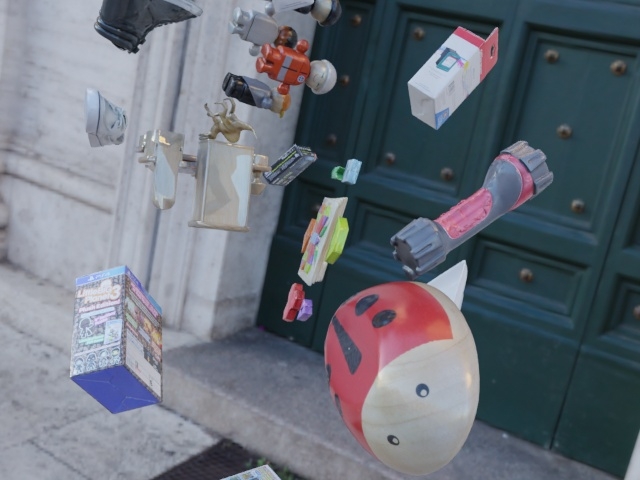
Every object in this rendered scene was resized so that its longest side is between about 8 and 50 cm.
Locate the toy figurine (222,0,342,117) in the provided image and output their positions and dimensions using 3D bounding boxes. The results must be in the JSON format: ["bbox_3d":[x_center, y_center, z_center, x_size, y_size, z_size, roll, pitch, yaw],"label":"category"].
[{"bbox_3d":[-0.067,-0.341,1.413,0.148,0.212,0.210,11,-19,-30],"label":"toy figurine"}]

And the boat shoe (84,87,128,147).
[{"bbox_3d":[-0.463,-0.259,1.718,0.088,0.096,0.267,-1,-12,-12],"label":"boat shoe"}]

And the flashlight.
[{"bbox_3d":[0.257,-0.058,1.358,0.304,0.103,0.103,-32,-8,-18],"label":"flashlight"}]

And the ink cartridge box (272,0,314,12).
[{"bbox_3d":[-0.061,-0.432,1.162,0.063,0.150,0.109,-15,53,1],"label":"ink cartridge box"}]

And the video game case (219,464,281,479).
[{"bbox_3d":[-0.145,0.478,1.503,0.143,0.019,0.157,-13,6,-19],"label":"video game case"}]

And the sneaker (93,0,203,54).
[{"bbox_3d":[-0.356,-0.454,1.611,0.105,0.146,0.296,38,19,13],"label":"sneaker"}]

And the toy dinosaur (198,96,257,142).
[{"bbox_3d":[-0.181,-0.240,1.589,0.183,0.092,0.053,1,25,45],"label":"toy dinosaur"}]

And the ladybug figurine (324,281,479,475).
[{"bbox_3d":[0.118,0.217,1.386,0.162,0.305,0.449,21,10,-19],"label":"ladybug figurine"}]

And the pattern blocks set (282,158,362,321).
[{"bbox_3d":[0.000,0.000,1.548,0.026,0.324,0.285,19,-12,-13],"label":"pattern blocks set"}]

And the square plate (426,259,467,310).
[{"bbox_3d":[0.280,0.260,2.163,0.049,0.347,0.344,29,-35,-14],"label":"square plate"}]

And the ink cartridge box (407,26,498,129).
[{"bbox_3d":[0.303,-0.381,1.791,0.078,0.231,0.134,37,-13,23],"label":"ink cartridge box"}]

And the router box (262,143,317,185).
[{"bbox_3d":[-0.077,-0.191,2.029,0.038,0.122,0.092,56,22,15],"label":"router box"}]

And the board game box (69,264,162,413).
[{"bbox_3d":[-0.512,0.254,2.015,0.141,0.232,0.290,-15,52,7],"label":"board game box"}]

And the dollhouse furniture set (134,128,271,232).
[{"bbox_3d":[-0.296,-0.109,1.676,0.303,0.173,0.356,7,-4,-35],"label":"dollhouse furniture set"}]
